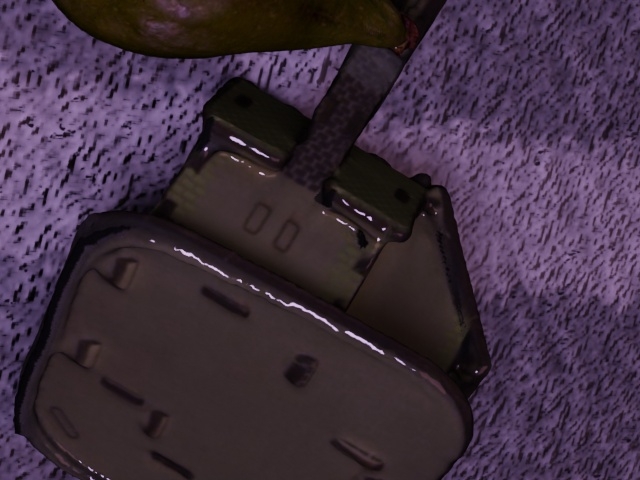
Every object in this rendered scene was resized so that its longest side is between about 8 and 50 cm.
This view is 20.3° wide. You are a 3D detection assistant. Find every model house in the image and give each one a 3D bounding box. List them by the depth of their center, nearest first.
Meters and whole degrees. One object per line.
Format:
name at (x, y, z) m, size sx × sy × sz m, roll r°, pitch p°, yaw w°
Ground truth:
model house at (0.000, 0.000, 0.930) m, size 0.205 × 0.218 × 0.278 m, roll 29°, pitch 49°, yaw -2°

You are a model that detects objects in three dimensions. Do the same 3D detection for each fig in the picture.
fig at (-0.049, -0.127, 0.837) m, size 0.185 × 0.127 × 0.133 m, roll 48°, pitch 37°, yaw -43°
